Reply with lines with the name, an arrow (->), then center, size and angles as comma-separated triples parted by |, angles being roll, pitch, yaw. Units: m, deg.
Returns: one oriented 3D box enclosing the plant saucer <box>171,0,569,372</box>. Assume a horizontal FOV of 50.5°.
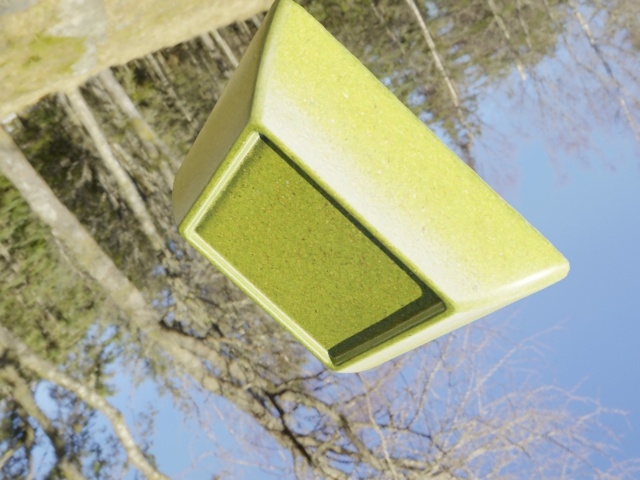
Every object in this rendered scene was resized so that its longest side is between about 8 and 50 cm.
plant saucer -> 0.000, 0.000, 0.374 | 0.045, 0.188, 0.188 | -51, -175, -35
